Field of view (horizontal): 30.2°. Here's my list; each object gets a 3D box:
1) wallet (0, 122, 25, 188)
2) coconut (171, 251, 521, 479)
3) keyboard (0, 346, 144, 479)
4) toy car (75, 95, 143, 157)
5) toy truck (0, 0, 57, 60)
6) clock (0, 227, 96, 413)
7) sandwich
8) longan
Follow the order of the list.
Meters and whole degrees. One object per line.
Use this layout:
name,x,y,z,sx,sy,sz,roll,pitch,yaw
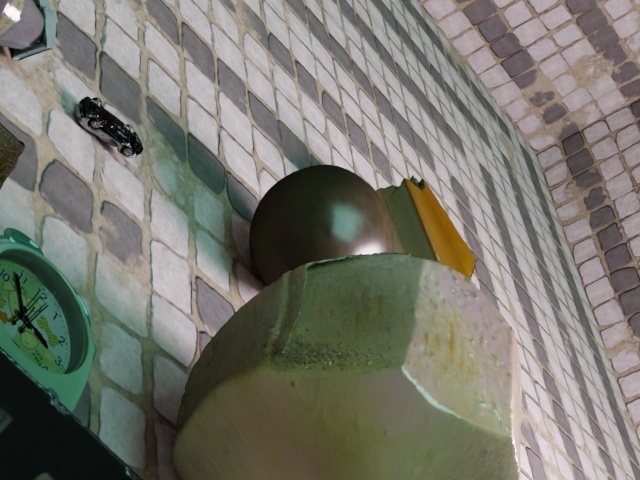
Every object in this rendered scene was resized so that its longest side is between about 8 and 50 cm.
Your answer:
wallet,-0.364,-0.122,1.020,0.243,0.039,0.132,49,30,-32
coconut,0.032,0.180,1.152,0.352,0.353,0.352,49,23,-30
keyboard,-0.261,0.128,0.879,0.317,0.106,0.027,51,-20,-26
toy car,-0.239,-0.125,1.341,0.093,0.025,0.041,42,29,-35
toy truck,-0.349,-0.262,1.152,0.257,0.108,0.140,1,75,-71
clock,-0.253,0.072,0.992,0.148,0.060,0.188,54,21,-16
sandwich,0.118,0.018,1.833,0.198,0.155,0.227,56,20,-9
longan,0.000,0.000,1.527,0.212,0.198,0.198,-3,65,-51
